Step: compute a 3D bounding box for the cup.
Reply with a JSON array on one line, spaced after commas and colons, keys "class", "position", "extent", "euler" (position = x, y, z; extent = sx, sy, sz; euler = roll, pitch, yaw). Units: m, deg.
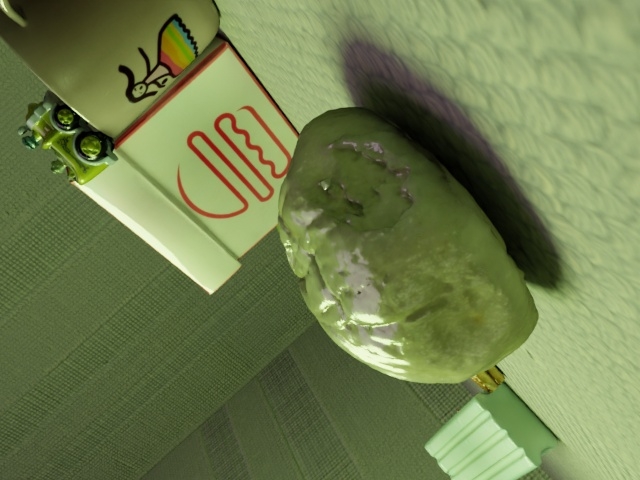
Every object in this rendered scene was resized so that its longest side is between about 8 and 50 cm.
[{"class": "cup", "position": [-0.248, -0.267, 0.622], "extent": [0.191, 0.200, 0.253], "euler": [48, 180, 15]}]

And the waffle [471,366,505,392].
[{"class": "waffle", "position": [0.288, 0.229, 1.036], "extent": [0.102, 0.042, 0.148], "euler": [50, 179, 10]}]

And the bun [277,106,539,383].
[{"class": "bun", "position": [0.045, 0.009, 0.406], "extent": [0.220, 0.134, 0.220], "euler": [48, -177, -4]}]

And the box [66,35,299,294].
[{"class": "box", "position": [-0.225, -0.159, 0.952], "extent": [0.312, 0.300, 0.314], "euler": [49, 178, -40]}]

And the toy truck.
[{"class": "toy truck", "position": [-0.303, -0.120, 0.654], "extent": [0.111, 0.077, 0.076], "euler": [48, 179, -16]}]

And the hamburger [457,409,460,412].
[{"class": "hamburger", "position": [0.409, 0.443, 1.277], "extent": [0.175, 0.136, 0.175], "euler": [54, 173, 9]}]

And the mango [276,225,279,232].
[{"class": "mango", "position": [0.000, 0.000, 1.586], "extent": [0.343, 0.156, 0.192], "euler": [46, -177, -43]}]

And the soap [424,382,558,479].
[{"class": "soap", "position": [0.335, 0.414, 1.114], "extent": [0.160, 0.087, 0.266], "euler": [48, 144, 24]}]
